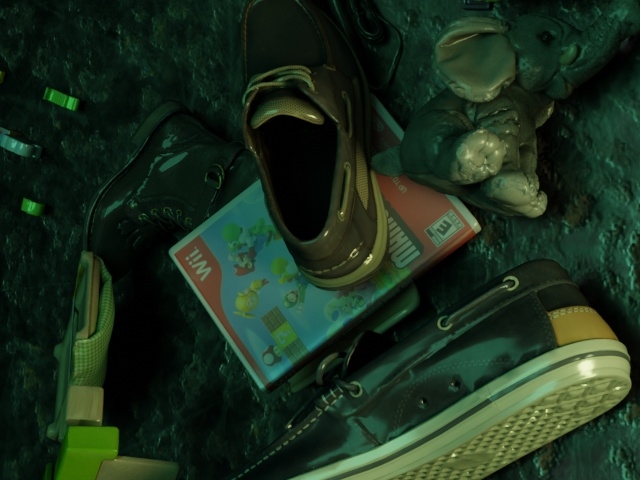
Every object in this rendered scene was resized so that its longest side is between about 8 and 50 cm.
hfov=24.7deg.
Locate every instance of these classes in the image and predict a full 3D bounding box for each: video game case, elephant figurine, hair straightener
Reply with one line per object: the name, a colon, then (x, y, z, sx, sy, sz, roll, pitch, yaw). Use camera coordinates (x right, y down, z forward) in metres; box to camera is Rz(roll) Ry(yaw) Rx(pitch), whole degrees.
video game case: (0.000, 0.000, 1.557, 0.285, 0.025, 0.204, -38, 64, 3)
elephant figurine: (0.188, -0.153, 1.445, 0.169, 0.186, 0.239, 171, 120, -80)
hair straightener: (0.027, -0.267, 1.627, 0.089, 0.047, 0.230, -37, 64, 29)

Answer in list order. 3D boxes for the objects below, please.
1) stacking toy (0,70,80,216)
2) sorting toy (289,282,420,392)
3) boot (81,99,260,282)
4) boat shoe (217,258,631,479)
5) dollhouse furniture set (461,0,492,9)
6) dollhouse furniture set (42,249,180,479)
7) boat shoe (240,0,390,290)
stacking toy: (-0.424, -0.138, 1.955, 0.221, 0.052, 0.167, 21, 97, 37)
sorting toy: (0.008, 0.038, 1.613, 0.193, 0.038, 0.208, -37, 58, 28)
boot: (-0.157, -0.027, 1.702, 0.229, 0.091, 0.263, 35, 103, 40)
boat shoe: (0.070, 0.178, 1.460, 0.500, 0.187, 0.156, -32, 61, 25)
dollhouse furniture set: (0.179, -0.288, 1.492, 0.114, 0.081, 0.091, 9, 89, 38)
dollhouse furniture set: (-0.230, 0.188, 1.705, 0.301, 0.151, 0.197, -95, 22, -46)
boat shoe: (-0.014, -0.126, 1.520, 0.132, 0.130, 0.355, -22, 65, 11)
